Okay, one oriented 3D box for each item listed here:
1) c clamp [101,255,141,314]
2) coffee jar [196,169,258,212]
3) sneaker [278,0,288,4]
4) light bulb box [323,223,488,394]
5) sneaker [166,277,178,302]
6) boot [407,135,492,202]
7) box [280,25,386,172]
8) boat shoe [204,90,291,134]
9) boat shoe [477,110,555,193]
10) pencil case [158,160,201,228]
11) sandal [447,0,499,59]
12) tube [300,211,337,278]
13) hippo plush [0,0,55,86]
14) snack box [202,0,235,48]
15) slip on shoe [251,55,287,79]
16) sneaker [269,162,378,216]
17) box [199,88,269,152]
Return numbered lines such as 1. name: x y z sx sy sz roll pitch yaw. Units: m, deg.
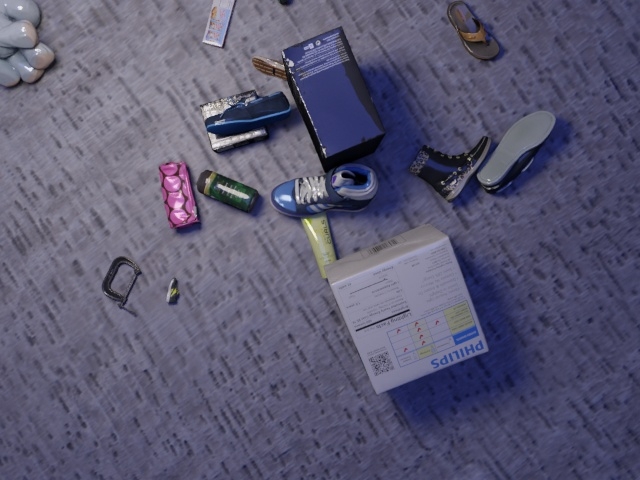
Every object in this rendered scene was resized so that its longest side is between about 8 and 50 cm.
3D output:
1. c clamp: -0.620 0.136 1.887 0.137 0.022 0.160 21 92 6
2. coffee jar: -0.289 -0.154 1.841 0.185 0.096 0.079 22 88 0
3. sneaker: -0.120 -0.850 1.847 0.098 0.083 0.223 -19 89 -4
4. light bulb box: 0.243 0.193 1.741 0.358 0.225 0.360 -22 102 1
5. sneaker: -0.463 0.158 1.881 0.035 0.031 0.083 13 95 -13
6. boot: 0.400 -0.258 1.839 0.179 0.085 0.236 34 91 3
7. box: 0.035 -0.386 1.715 0.179 0.343 0.312 -22 90 0
8. boat shoe: -0.220 -0.380 1.772 0.259 0.109 0.088 -14 82 -16
9. boat shoe: 0.604 -0.271 1.836 0.302 0.091 0.114 -42 54 2
10. pencil case: -0.437 -0.144 1.847 0.098 0.095 0.209 -12 92 36
11. sandal: 0.475 -0.656 1.848 0.090 0.060 0.219 -32 90 1
12. tube: 0.000 0.000 1.859 0.062 0.070 0.240 -20 84 42
13. hippo plush: -0.970 -0.631 1.825 0.295 0.234 0.236 -4 59 -14
14. snack box: -0.317 -0.701 1.877 0.064 0.022 0.178 15 90 0
15. slip on shoe: -0.149 -0.548 1.868 0.136 0.051 0.041 21 51 8
16. sneaker: 0.009 -0.163 1.755 0.323 0.236 0.130 0 73 -4
17. box: -0.265 -0.368 1.849 0.180 0.077 0.147 -17 90 0
